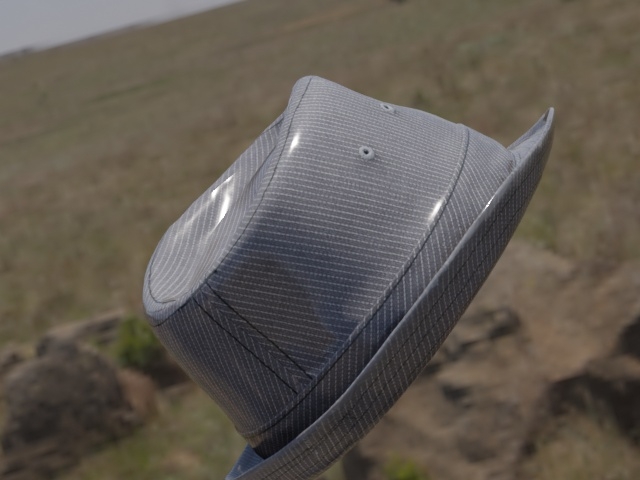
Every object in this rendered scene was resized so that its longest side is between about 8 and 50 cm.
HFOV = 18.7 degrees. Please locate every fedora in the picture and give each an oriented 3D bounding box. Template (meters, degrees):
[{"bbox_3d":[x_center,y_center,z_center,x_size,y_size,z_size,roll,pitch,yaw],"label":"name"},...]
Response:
[{"bbox_3d":[0.000,0.000,0.991,0.244,0.124,0.275,-45,8,37],"label":"fedora"}]
